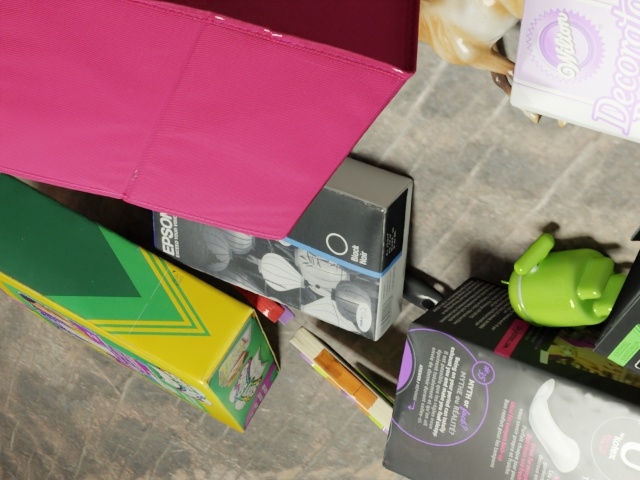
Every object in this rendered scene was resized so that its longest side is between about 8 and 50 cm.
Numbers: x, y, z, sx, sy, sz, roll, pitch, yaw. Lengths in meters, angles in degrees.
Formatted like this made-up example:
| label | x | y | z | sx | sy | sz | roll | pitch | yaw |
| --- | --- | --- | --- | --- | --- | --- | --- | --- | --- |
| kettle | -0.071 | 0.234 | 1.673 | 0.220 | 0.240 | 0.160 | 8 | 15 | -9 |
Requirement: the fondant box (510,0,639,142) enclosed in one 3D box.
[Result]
| label | x | y | z | sx | sy | sz | roll | pitch | yaw |
| --- | --- | --- | --- | --- | --- | --- | --- | --- | --- |
| fondant box | 0.285 | -0.149 | 0.748 | 0.330 | 0.096 | 0.238 | 20 | 131 | 21 |

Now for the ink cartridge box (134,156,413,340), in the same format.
| label | x | y | z | sx | sy | sz | roll | pitch | yaw |
| --- | --- | --- | --- | --- | --- | --- | --- | --- | --- |
| ink cartridge box | -0.072 | -0.032 | 1.344 | 0.332 | 0.065 | 0.165 | 21 | 132 | 24 |

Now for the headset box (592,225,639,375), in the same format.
| label | x | y | z | sx | sy | sz | roll | pitch | yaw |
| --- | --- | --- | --- | --- | --- | --- | --- | --- | --- |
| headset box | 0.364 | 0.042 | 0.978 | 0.283 | 0.131 | 0.246 | 30 | 152 | 5 |

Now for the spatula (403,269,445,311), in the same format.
| label | x | y | z | sx | sy | sz | roll | pitch | yaw |
| --- | --- | --- | --- | --- | --- | --- | --- | --- | --- |
| spatula | 0.000 | 0.000 | 1.390 | 0.296 | 0.030 | 0.084 | 26 | 136 | 11 |

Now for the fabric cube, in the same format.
| label | x | y | z | sx | sy | sz | roll | pitch | yaw |
| --- | --- | --- | --- | --- | --- | --- | --- | --- | --- |
| fabric cube | -0.086 | -0.185 | 0.909 | 0.259 | 0.254 | 0.258 | 14 | 153 | -14 |

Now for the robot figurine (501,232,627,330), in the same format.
| label | x | y | z | sx | sy | sz | roll | pitch | yaw |
| --- | --- | --- | --- | --- | --- | --- | --- | --- | --- |
| robot figurine | 0.215 | 0.043 | 1.203 | 0.101 | 0.067 | 0.115 | 40 | 152 | -27 |

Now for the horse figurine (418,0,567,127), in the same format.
| label | x | y | z | sx | sy | sz | roll | pitch | yaw |
| --- | --- | --- | --- | --- | --- | --- | --- | --- | --- |
| horse figurine | 0.142 | -0.161 | 0.978 | 0.174 | 0.066 | 0.263 | 35 | 152 | -13 |

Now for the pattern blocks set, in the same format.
| label | x | y | z | sx | sy | sz | roll | pitch | yaw |
| --- | --- | --- | --- | --- | --- | --- | --- | --- | --- |
| pattern blocks set | 0.040 | 0.160 | 1.469 | 0.325 | 0.026 | 0.285 | 41 | 179 | 25 |

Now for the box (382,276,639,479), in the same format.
| label | x | y | z | sx | sy | sz | roll | pitch | yaw |
| --- | --- | --- | --- | --- | --- | --- | --- | --- | --- |
| box | 0.216 | 0.164 | 1.249 | 0.270 | 0.143 | 0.165 | 20 | 116 | 24 |

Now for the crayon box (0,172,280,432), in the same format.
| label | x | y | z | sx | sy | sz | roll | pitch | yaw |
| --- | --- | --- | --- | --- | --- | --- | --- | --- | --- |
| crayon box | -0.215 | 0.083 | 1.563 | 0.313 | 0.106 | 0.363 | 27 | 168 | 9 |
